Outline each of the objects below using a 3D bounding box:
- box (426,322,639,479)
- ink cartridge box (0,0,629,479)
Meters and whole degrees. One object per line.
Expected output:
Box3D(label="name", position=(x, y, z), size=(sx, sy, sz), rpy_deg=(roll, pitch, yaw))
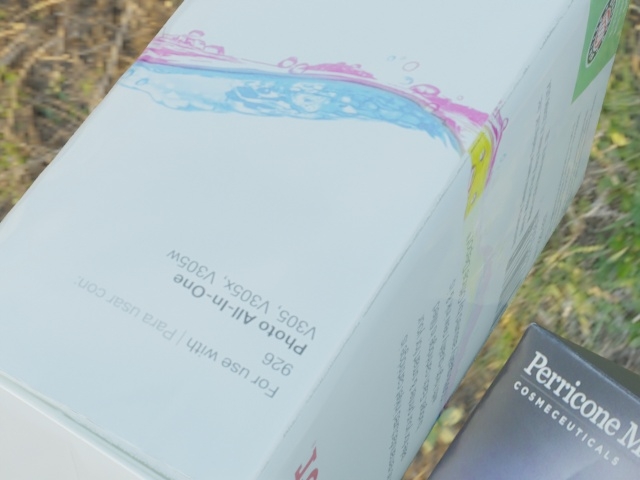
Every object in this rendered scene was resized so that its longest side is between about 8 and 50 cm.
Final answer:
Box3D(label="box", position=(0.170, 0.251, 0.814), size=(0.296, 0.183, 0.294), rpy_deg=(37, 96, 38))
Box3D(label="ink cartridge box", position=(0.000, 0.000, 0.425), size=(0.093, 0.154, 0.212), rpy_deg=(26, 63, 14))
